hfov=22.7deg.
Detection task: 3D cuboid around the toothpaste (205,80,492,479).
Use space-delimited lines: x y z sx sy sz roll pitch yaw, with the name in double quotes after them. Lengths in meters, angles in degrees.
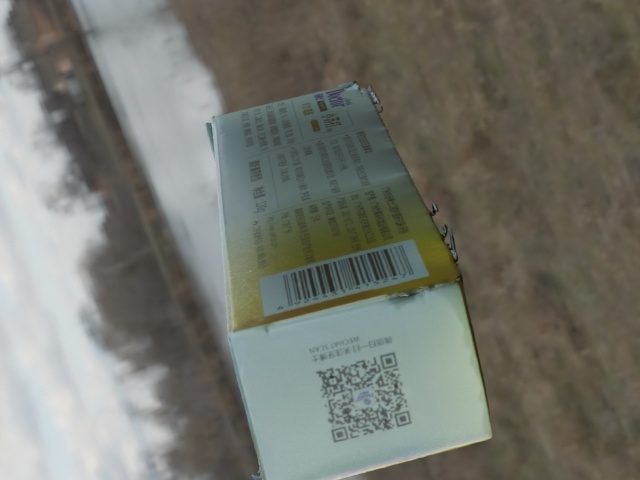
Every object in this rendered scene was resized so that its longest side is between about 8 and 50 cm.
0.000 0.000 0.669 0.313 0.089 0.071 -105 0 -71 "toothpaste"
